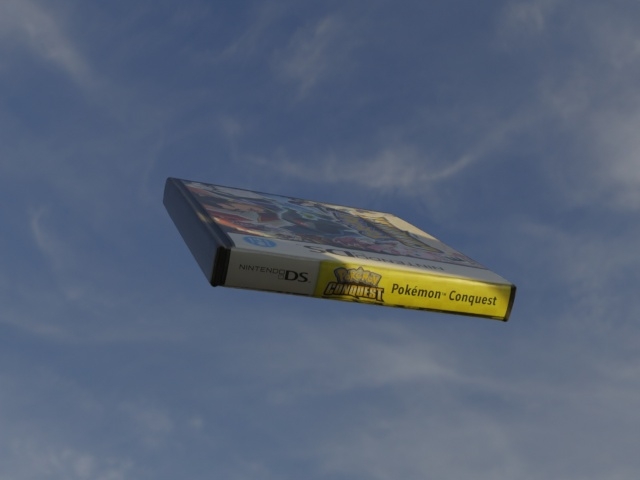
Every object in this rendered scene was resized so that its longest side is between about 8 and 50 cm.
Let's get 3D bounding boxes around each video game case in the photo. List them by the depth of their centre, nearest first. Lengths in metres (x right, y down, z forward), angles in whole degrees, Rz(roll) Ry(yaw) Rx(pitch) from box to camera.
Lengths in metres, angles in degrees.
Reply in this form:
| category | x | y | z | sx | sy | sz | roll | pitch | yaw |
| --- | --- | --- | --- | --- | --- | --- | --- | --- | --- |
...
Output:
| category | x | y | z | sx | sy | sz | roll | pitch | yaw |
| --- | --- | --- | --- | --- | --- | --- | --- | --- | --- |
| video game case | 0.000 | 0.000 | 0.753 | 0.248 | 0.275 | 0.035 | 8 | -78 | -20 |
